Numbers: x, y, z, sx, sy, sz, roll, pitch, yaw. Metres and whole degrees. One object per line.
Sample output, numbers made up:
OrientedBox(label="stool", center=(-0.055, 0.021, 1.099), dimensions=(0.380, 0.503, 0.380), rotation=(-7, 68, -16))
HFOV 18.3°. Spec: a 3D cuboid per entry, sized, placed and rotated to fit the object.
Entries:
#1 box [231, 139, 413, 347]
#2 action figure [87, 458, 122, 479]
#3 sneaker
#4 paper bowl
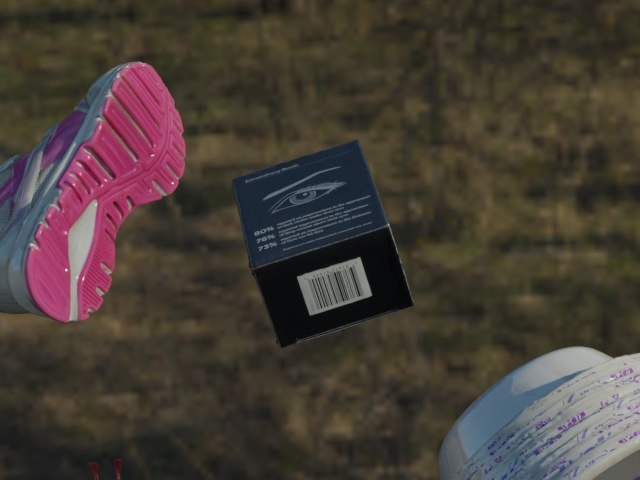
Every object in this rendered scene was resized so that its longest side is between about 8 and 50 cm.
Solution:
OrientedBox(label="box", center=(0.000, 0.000, 2.119), dimensions=(0.153, 0.108, 0.207), rotation=(-17, 30, 2))
OrientedBox(label="action figure", center=(-0.183, 0.248, 1.717), dimensions=(0.038, 0.115, 0.030), rotation=(-6, -10, -1))
OrientedBox(label="sneaker", center=(-0.191, -0.042, 1.484), dimensions=(0.111, 0.103, 0.252), rotation=(-6, 37, 34))
OrientedBox(label="paper bowl", center=(0.230, 0.214, 1.932), dimensions=(0.284, 0.284, 0.148), rotation=(-15, 57, -35))
